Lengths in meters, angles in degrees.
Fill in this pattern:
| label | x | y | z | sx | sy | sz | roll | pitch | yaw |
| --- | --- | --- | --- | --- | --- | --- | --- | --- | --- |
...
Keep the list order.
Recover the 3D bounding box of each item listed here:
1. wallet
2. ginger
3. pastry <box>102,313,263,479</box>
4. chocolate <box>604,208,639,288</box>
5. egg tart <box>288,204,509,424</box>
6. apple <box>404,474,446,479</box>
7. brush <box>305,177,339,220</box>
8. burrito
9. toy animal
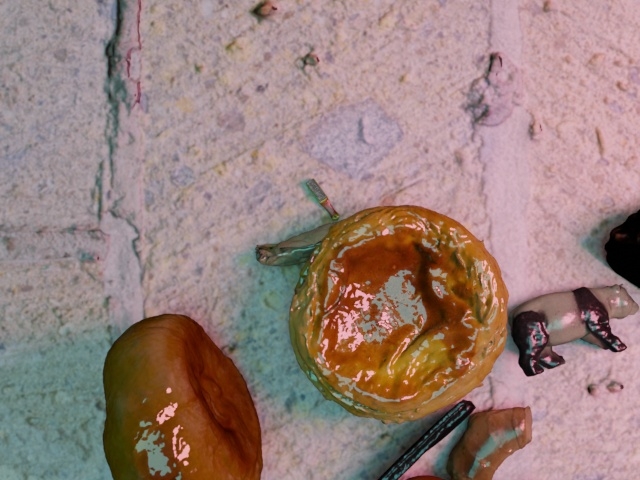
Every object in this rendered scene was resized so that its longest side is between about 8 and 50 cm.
| label | x | y | z | sx | sy | sz | roll | pitch | yaw |
| --- | --- | --- | --- | --- | --- | --- | --- | --- | --- |
| wallet | 0.156 | 0.346 | 1.082 | 0.244 | 0.124 | 0.025 | -45 | 68 | 2 |
| ginger | 0.278 | 0.343 | 1.103 | 0.095 | 0.069 | 0.190 | 37 | 91 | -5 |
| pastry | -0.207 | 0.278 | 1.000 | 0.164 | 0.356 | 0.355 | -24 | 88 | 8 |
| chocolate | 0.590 | -0.007 | 1.040 | 0.224 | 0.206 | 0.177 | 33 | 80 | 7 |
| egg tart | 0.122 | 0.115 | 1.071 | 0.352 | 0.150 | 0.351 | 0 | 89 | 1 |
| apple | 0.169 | 0.476 | 1.047 | 0.181 | 0.181 | 0.168 | -1 | 104 | 2 |
| brush | 0.005 | -0.069 | 1.141 | 0.019 | 0.021 | 0.083 | -35 | 89 | -2 |
| burrito | 0.000 | 0.001 | 1.121 | 0.230 | 0.063 | 0.058 | -13 | 61 | 3 |
| toy animal | 0.418 | 0.138 | 1.094 | 0.225 | 0.094 | 0.121 | -17 | 80 | 3 |
